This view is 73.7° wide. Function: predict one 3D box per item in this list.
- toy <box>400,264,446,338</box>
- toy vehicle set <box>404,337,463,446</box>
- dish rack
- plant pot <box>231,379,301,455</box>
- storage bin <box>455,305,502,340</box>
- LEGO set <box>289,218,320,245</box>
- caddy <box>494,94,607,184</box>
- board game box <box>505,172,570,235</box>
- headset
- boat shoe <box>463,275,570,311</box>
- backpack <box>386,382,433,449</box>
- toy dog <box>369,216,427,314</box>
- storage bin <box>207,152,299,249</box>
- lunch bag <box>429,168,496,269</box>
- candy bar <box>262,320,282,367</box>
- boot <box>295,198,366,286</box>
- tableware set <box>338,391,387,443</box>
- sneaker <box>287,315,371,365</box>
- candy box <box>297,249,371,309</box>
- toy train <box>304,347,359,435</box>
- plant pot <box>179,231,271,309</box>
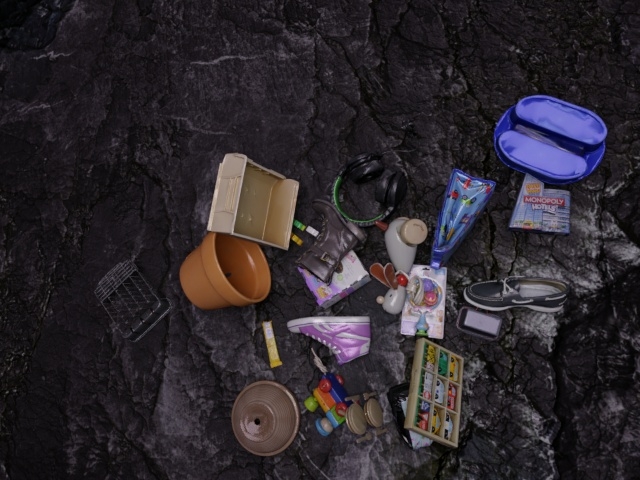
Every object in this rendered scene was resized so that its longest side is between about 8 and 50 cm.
[{"bbox_3d":[0.343,0.195,1.408,0.136,0.056,0.237,5,78,11],"label":"toy"},{"bbox_3d":[0.342,0.447,1.269,0.166,0.035,0.267,27,57,-16],"label":"toy vehicle set"},{"bbox_3d":[-0.711,0.217,1.601,0.208,0.074,0.271,-43,71,-3],"label":"dish rack"},{"bbox_3d":[-0.190,0.581,1.392,0.237,0.110,0.238,-3,77,11],"label":"plant pot"},{"bbox_3d":[0.506,0.253,1.345,0.135,0.091,0.098,17,80,13],"label":"storage bin"},{"bbox_3d":[-0.112,-0.050,1.534,0.227,0.093,0.087,33,85,16],"label":"LEGO set"},{"bbox_3d":[0.743,-0.326,1.397,0.341,0.179,0.241,29,107,18],"label":"caddy"},{"bbox_3d":[0.722,-0.122,1.409,0.194,0.060,0.194,5,78,12],"label":"board game box"},{"bbox_3d":[0.194,-0.226,1.470,0.243,0.185,0.394,42,99,16],"label":"headset"},{"bbox_3d":[0.608,0.154,1.332,0.302,0.091,0.114,-1,47,5],"label":"boat shoe"},{"bbox_3d":[0.280,0.536,1.299,0.115,0.152,0.182,-18,80,2],"label":"backpack"},{"bbox_3d":[0.230,0.060,1.400,0.160,0.220,0.334,12,69,-9],"label":"toy dog"},{"bbox_3d":[-0.211,-0.123,1.403,0.123,0.262,0.261,5,82,36],"label":"storage bin"},{"bbox_3d":[0.420,-0.038,1.355,0.138,0.221,0.293,23,79,16],"label":"lunch bag"},{"bbox_3d":[-0.171,0.358,1.488,0.040,0.018,0.162,-16,74,3],"label":"candy bar"},{"bbox_3d":[0.000,0.000,1.438,0.229,0.091,0.263,-46,61,-7],"label":"boot"},{"bbox_3d":[0.130,0.540,1.308,0.039,0.194,0.128,-29,65,28],"label":"tableware set"},{"bbox_3d":[0.025,0.332,1.416,0.282,0.102,0.161,-1,80,11],"label":"sneaker"},{"bbox_3d":[0.048,0.113,1.464,0.196,0.070,0.165,-32,63,2],"label":"candy box"},{"bbox_3d":[0.000,0.494,1.392,0.143,0.105,0.248,-47,63,15],"label":"toy train"},{"bbox_3d":[-0.337,0.110,1.459,0.203,0.291,0.291,-27,73,20],"label":"plant pot"}]
